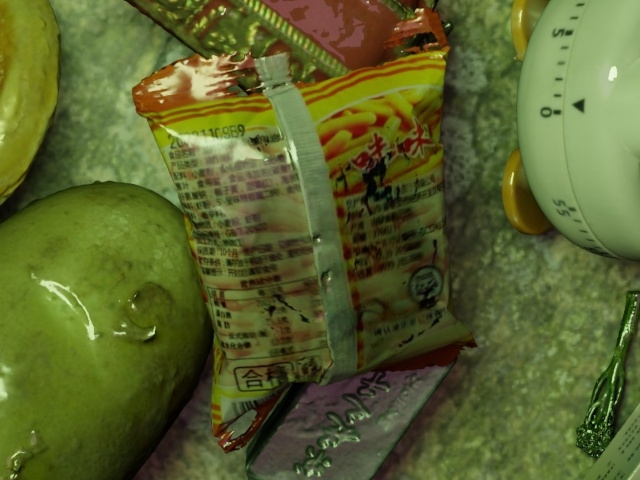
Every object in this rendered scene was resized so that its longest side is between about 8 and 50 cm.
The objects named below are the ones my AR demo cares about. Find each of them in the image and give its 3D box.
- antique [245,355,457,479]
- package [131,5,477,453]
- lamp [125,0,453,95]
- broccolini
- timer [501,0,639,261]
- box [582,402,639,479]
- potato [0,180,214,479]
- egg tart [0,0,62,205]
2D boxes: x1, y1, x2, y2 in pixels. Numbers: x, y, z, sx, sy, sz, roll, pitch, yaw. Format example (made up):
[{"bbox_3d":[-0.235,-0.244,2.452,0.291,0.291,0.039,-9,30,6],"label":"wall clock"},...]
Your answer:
[{"bbox_3d":[0.018,0.135,1.297,0.088,0.086,0.183,35,93,-4],"label":"antique"},{"bbox_3d":[0.006,-0.003,1.156,0.223,0.108,0.288,-17,114,-14],"label":"package"},{"bbox_3d":[-0.038,-0.196,1.222,0.274,0.177,0.177,37,93,-15],"label":"lamp"},{"bbox_3d":[0.238,0.107,1.328,0.030,0.035,0.140,16,93,-7],"label":"broccolini"},{"bbox_3d":[0.257,-0.096,1.205,0.240,0.233,0.234,6,96,42],"label":"timer"},{"bbox_3d":[0.307,0.208,1.308,0.175,0.062,0.260,35,92,-16],"label":"box"},{"bbox_3d":[-0.223,0.111,1.199,0.219,0.270,0.359,40,88,2],"label":"potato"},{"bbox_3d":[-0.339,-0.098,1.228,0.318,0.128,0.319,-1,67,2],"label":"egg tart"}]
